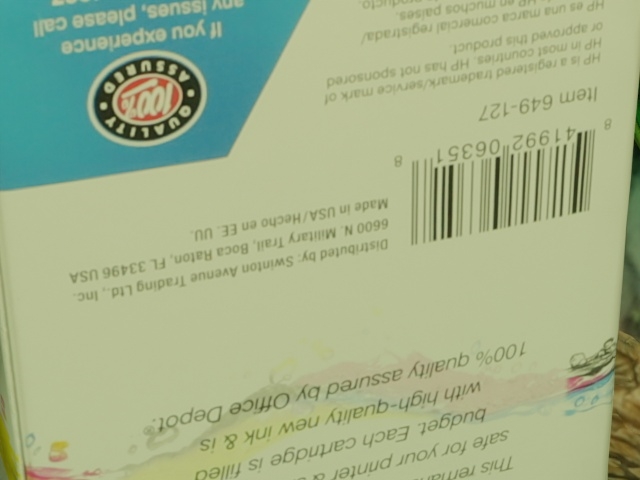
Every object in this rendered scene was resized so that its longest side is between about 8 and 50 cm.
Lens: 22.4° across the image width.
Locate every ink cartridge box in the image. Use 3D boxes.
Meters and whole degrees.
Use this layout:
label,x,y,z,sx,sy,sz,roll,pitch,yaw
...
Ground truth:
label,x,y,z,sx,sy,sz,roll,pitch,yaw
ink cartridge box,-0.024,-0.002,0.479,0.171,0.168,0.232,-10,119,-18

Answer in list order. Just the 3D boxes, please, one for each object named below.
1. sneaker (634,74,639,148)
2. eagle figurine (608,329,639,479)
label,x,y,z,sx,sy,sz,roll,pitch,yaw
sneaker,0.148,-0.161,0.596,0.109,0.123,0.295,-16,97,-4
eagle figurine,0.213,0.077,0.584,0.298,0.226,0.225,-21,63,-19
